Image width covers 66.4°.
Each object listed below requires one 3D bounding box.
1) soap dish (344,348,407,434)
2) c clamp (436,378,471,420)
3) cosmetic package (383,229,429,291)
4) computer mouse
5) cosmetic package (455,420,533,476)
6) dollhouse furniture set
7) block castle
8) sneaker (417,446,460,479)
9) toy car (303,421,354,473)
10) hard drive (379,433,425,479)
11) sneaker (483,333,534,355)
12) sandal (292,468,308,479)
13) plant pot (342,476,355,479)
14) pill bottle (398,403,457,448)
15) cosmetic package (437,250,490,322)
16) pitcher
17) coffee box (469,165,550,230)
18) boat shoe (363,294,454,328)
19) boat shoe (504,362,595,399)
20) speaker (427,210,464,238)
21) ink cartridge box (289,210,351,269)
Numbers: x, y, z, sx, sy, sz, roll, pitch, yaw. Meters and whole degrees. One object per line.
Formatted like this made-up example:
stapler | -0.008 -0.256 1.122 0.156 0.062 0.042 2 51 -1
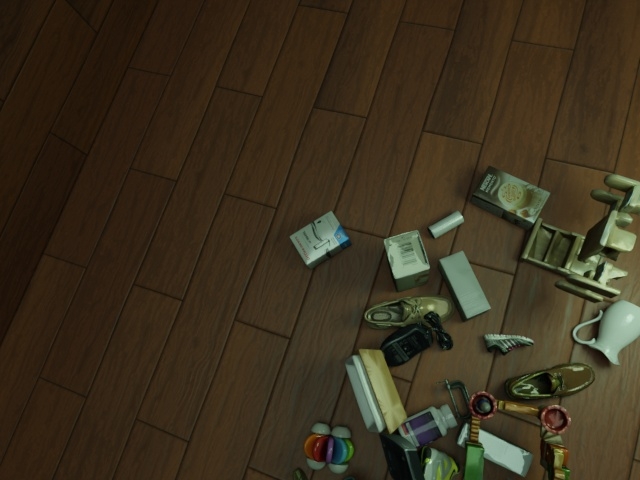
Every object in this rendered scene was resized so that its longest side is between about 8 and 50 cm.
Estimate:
soap dish | 0.193 0.532 1.739 0.118 0.229 0.290 -17 72 -11
c clamp | 0.482 0.564 1.734 0.022 0.137 0.160 -38 67 46
cosmetic package | 0.316 0.083 1.791 0.129 0.296 0.153 -17 74 5
computer mouse | 0.337 0.373 1.810 0.272 0.072 0.188 -29 113 9
cosmetic package | 0.587 0.705 1.666 0.231 0.117 0.085 23 82 17
dollhouse furniture set | 0.866 0.000 1.654 0.257 0.394 0.362 23 81 16
block castle | 0.585 0.711 1.493 0.303 0.213 0.452 7 79 13
sneaker | 0.372 0.906 1.643 0.147 0.145 0.384 15 86 -4
toy car | 0.026 0.746 1.750 0.182 0.136 0.159 5 76 12
hard drive | 0.276 0.743 1.642 0.054 0.255 0.171 -14 83 -14
sneaker | 0.679 0.379 1.764 0.171 0.063 0.074 0 75 16
sandal | -0.064 0.922 1.765 0.049 0.072 0.180 -31 75 24
plant pot | 0.132 0.981 1.616 0.255 0.271 0.271 36 84 2
pill bottle | 0.377 0.654 1.723 0.194 0.108 0.108 -26 72 3
cosmetic package | 0.529 0.170 1.816 0.107 0.127 0.237 -25 70 3
pitcher | 1.005 0.301 1.701 0.178 0.125 0.207 33 95 32
coffee box | 0.724 -0.163 1.881 0.247 0.098 0.141 28 82 17
boat shoe | 0.332 0.273 1.832 0.341 0.110 0.121 -12 73 8
boat shoe | 0.801 0.496 1.685 0.308 0.104 0.110 -18 73 6
speaker | 0.493 -0.062 1.921 0.136 0.055 0.055 -30 72 2
ink cartridge box | 0.000 0.000 1.983 0.203 0.086 0.148 -32 72 0
